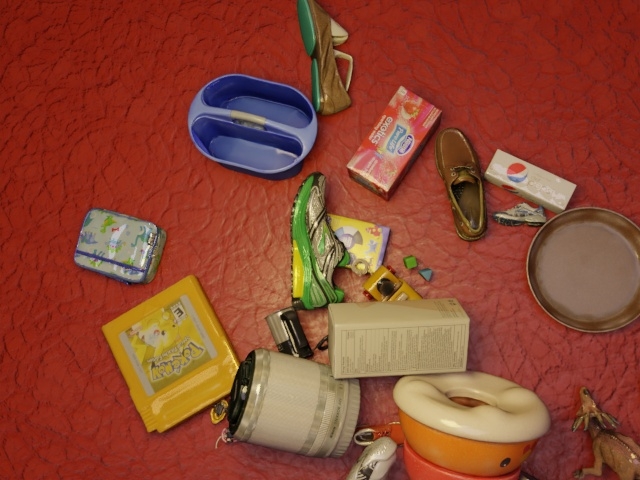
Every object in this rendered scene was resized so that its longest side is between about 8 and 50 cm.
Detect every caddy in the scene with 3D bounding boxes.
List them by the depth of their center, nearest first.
[{"bbox_3d":[-0.171,-0.294,1.841,0.342,0.179,0.241,15,81,9],"label":"caddy"}]

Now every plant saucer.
[{"bbox_3d":[0.666,0.072,1.752,0.311,0.050,0.310,-1,81,6],"label":"plant saucer"}]

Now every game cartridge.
[{"bbox_3d":[-0.375,0.293,1.814,0.285,0.052,0.323,-31,71,1],"label":"game cartridge"}]

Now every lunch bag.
[{"bbox_3d":[-0.530,0.018,1.875,0.219,0.090,0.176,17,85,10],"label":"lunch bag"}]

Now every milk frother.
[{"bbox_3d":[-0.045,0.228,1.790,0.143,0.129,0.134,-14,76,-40],"label":"milk frother"}]

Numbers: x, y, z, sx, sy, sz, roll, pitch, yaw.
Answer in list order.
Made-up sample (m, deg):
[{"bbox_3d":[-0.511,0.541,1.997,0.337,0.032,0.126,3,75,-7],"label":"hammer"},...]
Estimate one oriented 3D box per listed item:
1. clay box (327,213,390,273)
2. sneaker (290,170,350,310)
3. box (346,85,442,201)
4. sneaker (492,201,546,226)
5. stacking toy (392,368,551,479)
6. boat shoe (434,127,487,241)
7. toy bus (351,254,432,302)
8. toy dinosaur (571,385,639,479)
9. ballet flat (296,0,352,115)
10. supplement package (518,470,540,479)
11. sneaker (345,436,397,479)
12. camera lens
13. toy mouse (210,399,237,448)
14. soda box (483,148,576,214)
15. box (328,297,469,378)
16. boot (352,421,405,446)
[{"bbox_3d":[0.059,0.006,1.827,0.222,0.053,0.127,12,83,8],"label":"clay box"},{"bbox_3d":[0.000,0.000,1.757,0.147,0.134,0.343,-1,91,3],"label":"sneaker"},{"bbox_3d":[0.190,-0.246,1.820,0.128,0.122,0.256,34,85,10],"label":"box"},{"bbox_3d":[0.504,-0.068,1.798,0.135,0.052,0.058,5,71,0],"label":"sneaker"},{"bbox_3d":[0.316,0.558,1.625,0.351,0.350,0.479,8,100,8],"label":"stacking toy"},{"bbox_3d":[0.367,-0.154,1.794,0.111,0.104,0.307,-16,79,4],"label":"boat shoe"},{"bbox_3d":[0.187,0.140,1.741,0.202,0.104,0.190,-3,98,-11],"label":"toy bus"},{"bbox_3d":[0.675,0.474,1.597,0.127,0.296,0.200,-27,119,-23],"label":"toy dinosaur"},{"bbox_3d":[0.022,-0.502,1.899,0.124,0.116,0.342,-7,79,-15],"label":"ballet flat"},{"bbox_3d":[0.473,0.650,1.600,0.149,0.194,0.203,27,84,9],"label":"supplement package"},{"bbox_3d":[0.133,0.644,1.652,0.210,0.137,0.365,30,102,7],"label":"sneaker"},{"bbox_3d":[-0.069,0.384,1.663,0.274,0.219,0.219,17,82,-12],"label":"camera lens"},{"bbox_3d":[-0.208,0.455,1.790,0.143,0.031,0.160,14,78,9],"label":"toy mouse"},{"bbox_3d":[0.526,-0.148,1.794,0.216,0.069,0.073,27,84,11],"label":"soda box"},{"bbox_3d":[0.176,0.226,1.648,0.311,0.121,0.147,-1,111,-6],"label":"box"},{"bbox_3d":[0.154,0.476,1.722,0.158,0.084,0.059,-5,78,4],"label":"boot"}]
